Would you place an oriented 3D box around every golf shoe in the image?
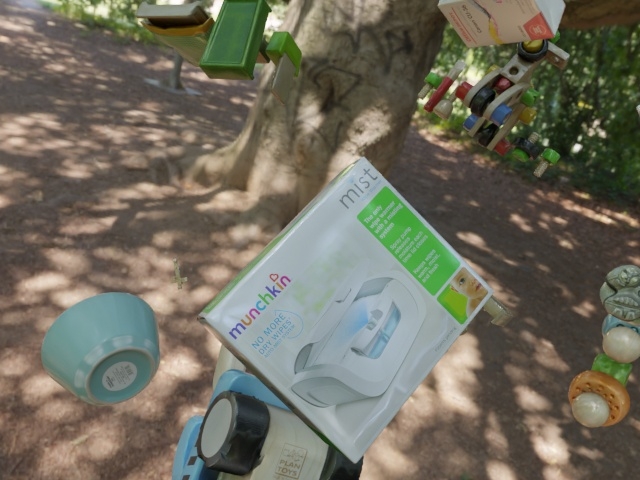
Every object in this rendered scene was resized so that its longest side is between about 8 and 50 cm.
[{"bbox_3d":[0.355,0.066,0.560,0.176,0.069,0.086,17,-8,21],"label":"golf shoe"}]

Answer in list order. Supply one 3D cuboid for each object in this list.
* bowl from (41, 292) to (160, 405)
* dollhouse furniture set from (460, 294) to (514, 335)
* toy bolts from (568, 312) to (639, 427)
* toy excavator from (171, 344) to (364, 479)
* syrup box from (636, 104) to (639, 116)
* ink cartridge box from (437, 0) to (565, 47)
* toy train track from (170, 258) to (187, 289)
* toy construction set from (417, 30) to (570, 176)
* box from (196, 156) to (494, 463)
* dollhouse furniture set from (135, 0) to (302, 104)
[{"bbox_3d":[-0.548,0.308,1.576,0.312,0.311,0.163,-1,26,-39],"label":"bowl"},{"bbox_3d":[0.349,0.220,1.557,0.161,0.242,0.212,48,13,28],"label":"dollhouse furniture set"},{"bbox_3d":[0.545,0.229,1.027,0.218,0.228,0.158,11,21,37],"label":"toy bolts"},{"bbox_3d":[-0.133,0.292,0.998,0.222,0.432,0.445,26,-13,-26],"label":"toy excavator"},{"bbox_3d":[0.682,-0.241,1.020,0.093,0.237,0.096,51,17,-28],"label":"syrup box"},{"bbox_3d":[0.276,-0.379,0.978,0.198,0.067,0.115,10,-18,46],"label":"ink cartridge box"},{"bbox_3d":[-0.383,0.090,1.602,0.048,0.083,0.014,-10,-2,10],"label":"toy train track"},{"bbox_3d":[0.381,-0.336,1.272,0.257,0.237,0.309,33,5,-45],"label":"toy construction set"},{"bbox_3d":[0.027,0.077,0.720,0.231,0.262,0.127,46,-17,-6],"label":"box"},{"bbox_3d":[-0.219,-0.362,1.204,0.302,0.151,0.197,9,-14,23],"label":"dollhouse furniture set"}]
